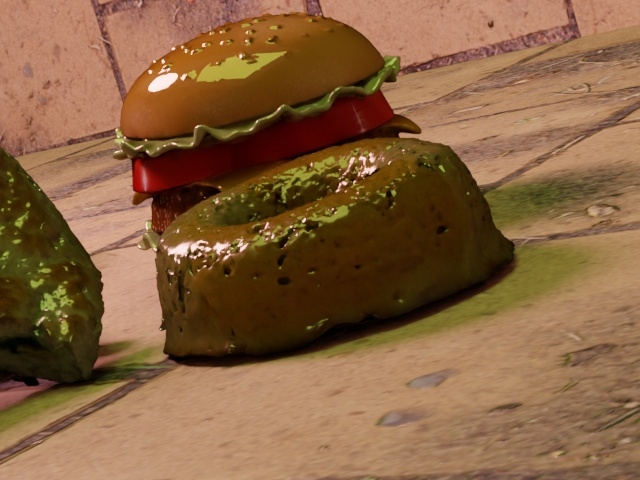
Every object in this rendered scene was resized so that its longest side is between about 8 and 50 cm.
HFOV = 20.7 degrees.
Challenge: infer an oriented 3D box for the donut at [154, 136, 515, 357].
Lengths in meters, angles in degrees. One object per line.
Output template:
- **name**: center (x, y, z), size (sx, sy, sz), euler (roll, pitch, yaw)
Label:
- **donut**: center (0.000, 0.000, 1.280), size (0.272, 0.107, 0.272), euler (-17, 9, 3)

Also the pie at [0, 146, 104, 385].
- **pie**: center (-0.295, 0.014, 1.276), size (0.302, 0.302, 0.067), euler (-24, -26, -44)

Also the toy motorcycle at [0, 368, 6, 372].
- **toy motorcycle**: center (-0.255, 0.068, 1.419), size (0.106, 0.074, 0.190), euler (-32, 17, -33)

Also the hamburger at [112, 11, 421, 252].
- **hamburger**: center (-0.050, -0.093, 1.564), size (0.274, 0.212, 0.274), euler (-15, 9, 2)
